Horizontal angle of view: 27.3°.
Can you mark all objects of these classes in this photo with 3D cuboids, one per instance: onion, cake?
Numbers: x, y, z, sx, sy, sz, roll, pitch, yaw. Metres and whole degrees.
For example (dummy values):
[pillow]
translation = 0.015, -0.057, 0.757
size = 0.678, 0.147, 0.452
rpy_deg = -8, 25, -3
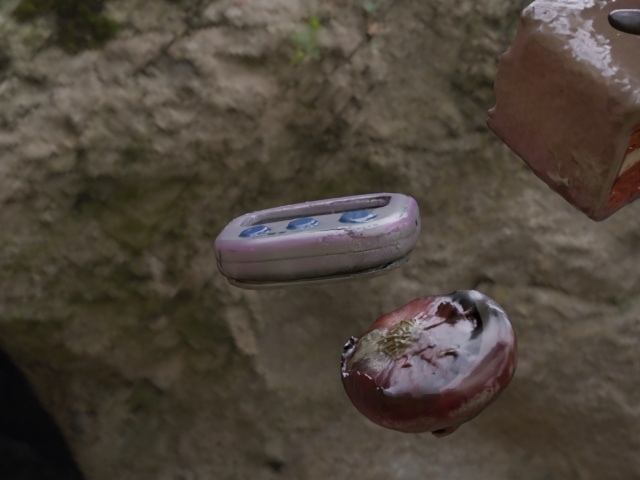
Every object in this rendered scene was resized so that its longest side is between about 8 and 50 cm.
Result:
[onion]
translation = 0.175, 0.201, 1.964
size = 0.272, 0.272, 0.195
rpy_deg = 35, -28, 56
[cake]
translation = 0.396, -0.202, 1.682
size = 0.230, 0.309, 0.237
rpy_deg = 45, -29, 30

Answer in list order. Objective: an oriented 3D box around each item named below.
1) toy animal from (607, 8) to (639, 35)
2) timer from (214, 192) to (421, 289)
[toy animal]
translation = 0.377, -0.117, 1.096
size = 0.195, 0.090, 0.324
rpy_deg = -3, -16, 27
[timer]
translation = 0.000, 0.000, 1.375
size = 0.191, 0.209, 0.069
rpy_deg = -60, 141, -75
